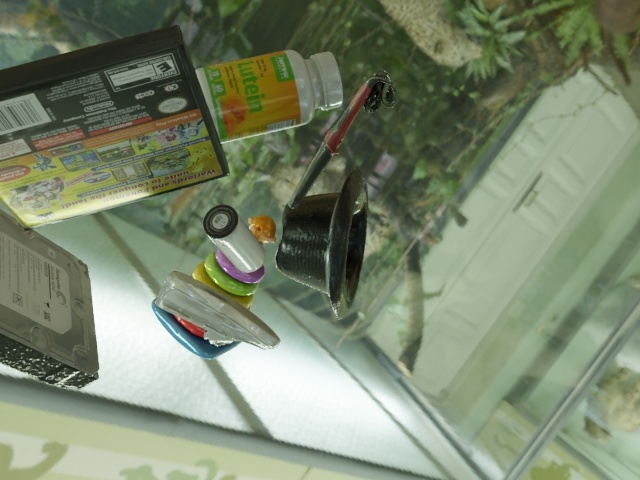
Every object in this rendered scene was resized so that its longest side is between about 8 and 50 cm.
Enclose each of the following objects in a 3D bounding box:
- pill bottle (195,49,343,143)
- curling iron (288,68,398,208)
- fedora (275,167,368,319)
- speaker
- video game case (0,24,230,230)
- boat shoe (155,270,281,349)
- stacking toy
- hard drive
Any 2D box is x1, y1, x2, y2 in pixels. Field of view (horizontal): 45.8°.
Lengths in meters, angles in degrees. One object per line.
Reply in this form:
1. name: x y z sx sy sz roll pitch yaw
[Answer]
1. pill bottle: -0.091 -0.262 1.348 0.136 0.246 0.136 166 90 -81
2. curling iron: 0.031 -0.154 1.217 0.068 0.274 0.035 26 -157 -31
3. fedora: 0.000 0.000 1.514 0.153 0.334 0.334 8 -179 10
4. speaker: -0.126 0.000 1.127 0.055 0.055 0.136 38 170 26
5. video game case: -0.263 -0.118 0.878 0.248 0.275 0.035 79 175 -61
6. boat shoe: -0.144 0.113 1.063 0.184 0.063 0.066 32 -175 -19
7. stacking toy: -0.174 0.065 1.473 0.175 0.302 0.166 41 -155 12
8. hard drive: -0.465 0.064 1.111 0.339 0.064 0.237 47 -161 -50
